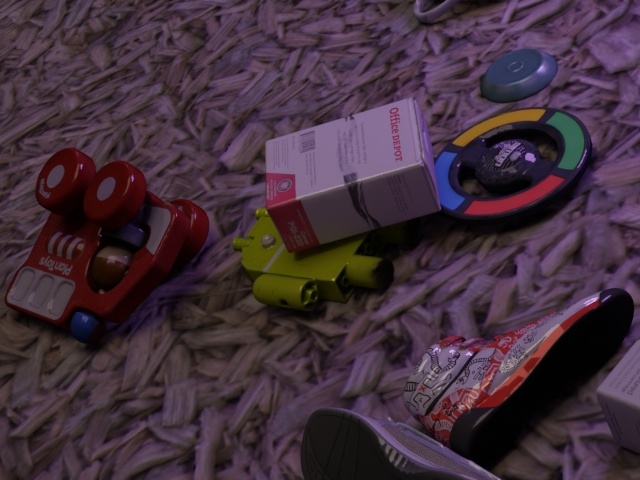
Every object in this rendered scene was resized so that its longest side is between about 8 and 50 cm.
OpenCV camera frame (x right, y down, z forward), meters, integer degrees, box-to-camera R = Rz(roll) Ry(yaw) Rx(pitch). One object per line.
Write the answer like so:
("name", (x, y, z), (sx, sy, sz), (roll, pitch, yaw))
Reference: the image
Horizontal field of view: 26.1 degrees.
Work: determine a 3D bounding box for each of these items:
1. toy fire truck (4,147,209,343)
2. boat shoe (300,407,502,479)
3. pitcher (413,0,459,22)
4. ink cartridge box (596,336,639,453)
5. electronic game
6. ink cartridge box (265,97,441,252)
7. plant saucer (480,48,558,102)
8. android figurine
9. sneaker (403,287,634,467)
("toy fire truck", (-0.320, 0.021, 2.004), (0.302, 0.169, 0.254), (15, 78, 45))
("boat shoe", (0.100, 0.260, 1.456), (0.320, 0.103, 0.118), (14, 92, 48))
("pitcher", (0.245, -0.442, 2.233), (0.207, 0.125, 0.178), (-8, 59, 42))
("ink cartridge box", (0.415, 0.158, 1.368), (0.219, 0.093, 0.160), (18, 56, 46))
("electronic game", (0.251, -0.102, 1.844), (0.229, 0.048, 0.229), (-18, 36, 14))
("ink cartridge box", (0.043, -0.089, 1.841), (0.217, 0.092, 0.159), (-17, 38, 12))
("plant saucer", (0.289, -0.248, 2.026), (0.119, 0.021, 0.119), (-18, 37, 14))
("android figurine", (0.000, 0.000, 1.881), (0.272, 0.056, 0.248), (10, 50, 39))
("sneaker", (0.215, 0.125, 1.547), (0.270, 0.090, 0.145), (-41, 39, -14))
